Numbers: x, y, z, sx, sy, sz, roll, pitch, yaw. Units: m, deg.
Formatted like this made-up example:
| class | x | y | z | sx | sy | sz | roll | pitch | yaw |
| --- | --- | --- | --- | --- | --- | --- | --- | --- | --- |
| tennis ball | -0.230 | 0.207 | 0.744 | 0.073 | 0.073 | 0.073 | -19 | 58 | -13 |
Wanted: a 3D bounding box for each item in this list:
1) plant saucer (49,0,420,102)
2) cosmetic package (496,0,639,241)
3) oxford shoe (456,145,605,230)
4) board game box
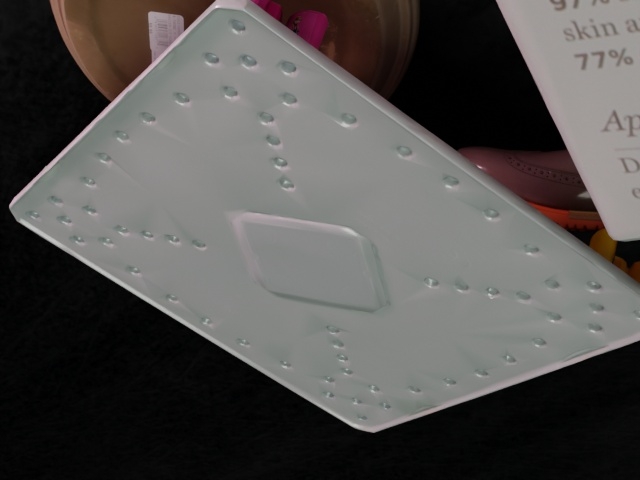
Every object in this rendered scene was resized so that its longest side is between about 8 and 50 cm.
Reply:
| class | x | y | z | sx | sy | sz | roll | pitch | yaw |
| --- | --- | --- | --- | --- | --- | --- | --- | --- | --- |
| plant saucer | -0.067 | -0.162 | 0.929 | 0.278 | 0.041 | 0.278 | 6 | 134 | 6 |
| cosmetic package | 0.242 | -0.255 | 0.533 | 0.329 | 0.327 | 0.394 | -4 | 133 | 35 |
| oxford shoe | 0.225 | -0.054 | 0.954 | 0.271 | 0.097 | 0.098 | 8 | 100 | 14 |
| board game box | 0.000 | 0.000 | 0.992 | 0.390 | 0.050 | 0.390 | 34 | 147 | -19 |
